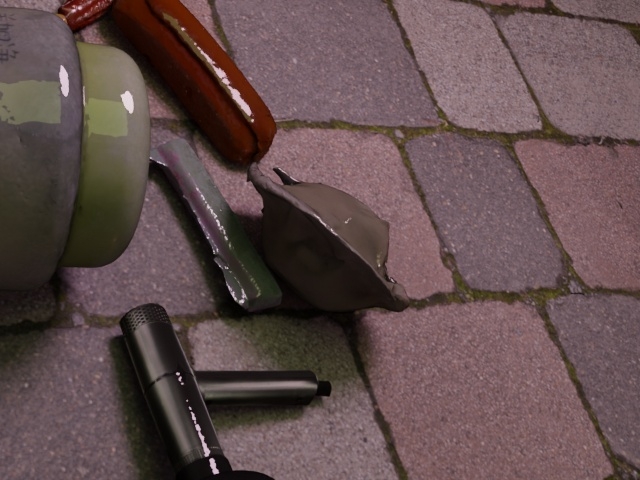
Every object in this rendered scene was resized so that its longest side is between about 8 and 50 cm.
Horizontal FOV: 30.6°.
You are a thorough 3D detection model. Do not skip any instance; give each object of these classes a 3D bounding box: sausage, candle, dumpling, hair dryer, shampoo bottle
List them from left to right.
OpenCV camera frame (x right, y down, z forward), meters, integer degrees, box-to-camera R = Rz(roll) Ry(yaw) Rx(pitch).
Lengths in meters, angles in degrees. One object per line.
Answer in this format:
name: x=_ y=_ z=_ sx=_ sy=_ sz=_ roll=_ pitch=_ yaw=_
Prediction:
shampoo bottle: x=-0.369 y=-0.104 z=1.330 sx=0.317 sy=0.322 sz=0.323 roll=2 pitch=55 yaw=-21
candle: x=-0.296 y=-0.399 z=1.804 sx=0.051 sy=0.048 sz=0.329 roll=49 pitch=44 yaw=-4
sausage: x=-0.182 y=-0.257 z=1.733 sx=0.330 sy=0.102 sz=0.102 roll=50 pitch=45 yaw=4
hair dryer: x=-0.081 y=0.214 z=1.403 sx=0.284 sy=0.156 sz=0.320 roll=0 pitch=48 yaw=-22
dumpling: x=-0.008 y=0.011 z=1.582 sx=0.293 sy=0.163 sz=0.204 roll=42 pitch=24 yaw=7

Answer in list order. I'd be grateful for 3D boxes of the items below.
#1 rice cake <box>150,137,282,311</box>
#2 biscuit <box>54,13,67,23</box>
rice cake: x=-0.153 y=-0.021 z=1.605 sx=0.081 sy=0.051 sz=0.290 roll=-19 pitch=67 yaw=-39
biscuit: x=-0.489 y=-0.256 z=1.462 sx=0.308 sy=0.204 sz=0.040 roll=-10 pitch=95 yaw=-31
